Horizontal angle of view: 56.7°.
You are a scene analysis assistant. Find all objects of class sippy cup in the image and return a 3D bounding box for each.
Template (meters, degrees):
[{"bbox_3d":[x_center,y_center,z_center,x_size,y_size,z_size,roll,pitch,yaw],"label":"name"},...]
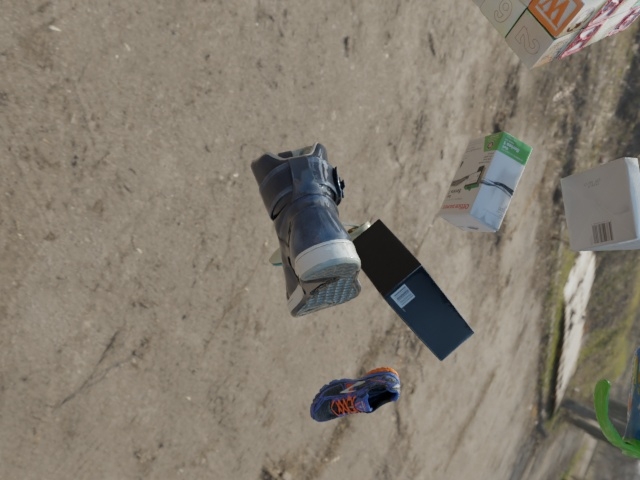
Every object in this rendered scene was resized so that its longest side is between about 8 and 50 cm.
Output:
[{"bbox_3d":[0.731,0.327,1.199,0.305,0.240,0.224,12,74,-35],"label":"sippy cup"}]

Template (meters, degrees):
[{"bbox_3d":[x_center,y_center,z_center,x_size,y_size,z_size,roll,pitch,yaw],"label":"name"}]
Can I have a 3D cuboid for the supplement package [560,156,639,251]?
[{"bbox_3d":[0.722,-0.074,1.332,0.293,0.177,0.175,-1,80,-24],"label":"supplement package"}]

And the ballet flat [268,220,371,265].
[{"bbox_3d":[0.000,0.000,1.310,0.086,0.248,0.086,-8,90,-79],"label":"ballet flat"}]

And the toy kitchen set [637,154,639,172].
[{"bbox_3d":[0.671,-0.248,1.107,0.166,0.122,0.207,-45,124,-30],"label":"toy kitchen set"}]

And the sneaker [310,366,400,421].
[{"bbox_3d":[0.080,0.355,1.341,0.221,0.087,0.083,-23,108,-3],"label":"sneaker"}]

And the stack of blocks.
[{"bbox_3d":[0.207,-0.340,0.627,0.171,0.297,0.087,-27,165,-26],"label":"stack of blocks"}]

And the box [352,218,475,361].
[{"bbox_3d":[0.185,0.103,1.227,0.103,0.184,0.261,-42,128,2],"label":"box"}]

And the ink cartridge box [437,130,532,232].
[{"bbox_3d":[0.395,-0.138,1.444,0.093,0.160,0.219,27,83,-16],"label":"ink cartridge box"}]

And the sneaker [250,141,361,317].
[{"bbox_3d":[-0.016,-0.011,0.660,0.086,0.163,0.226,-17,160,-12],"label":"sneaker"}]
